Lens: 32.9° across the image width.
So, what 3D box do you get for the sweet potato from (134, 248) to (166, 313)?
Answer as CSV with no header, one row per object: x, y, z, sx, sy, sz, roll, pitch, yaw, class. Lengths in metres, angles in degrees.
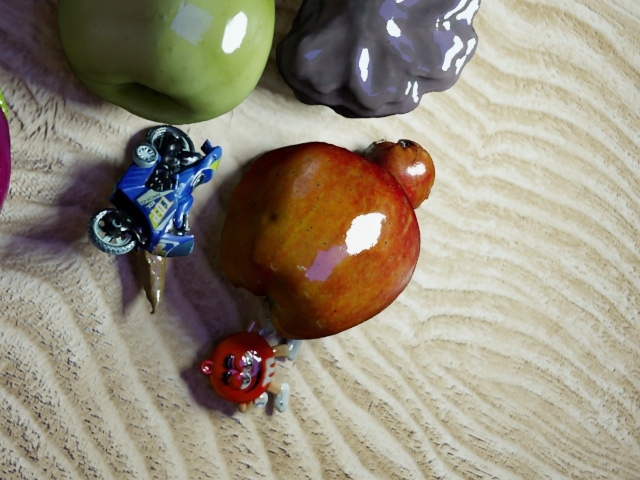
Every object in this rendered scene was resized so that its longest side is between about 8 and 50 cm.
-0.290,0.024,1.858,0.068,0.060,0.205,0,84,-45,sweet potato

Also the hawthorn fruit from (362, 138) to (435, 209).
0.150,-0.114,2.121,0.148,0.148,0.172,-4,106,-36,hawthorn fruit

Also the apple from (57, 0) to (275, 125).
-0.233,-0.360,1.710,0.357,0.357,0.357,-3,95,-36,apple

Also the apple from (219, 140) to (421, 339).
0.000,0.000,1.956,0.365,0.329,0.295,-50,152,-35,apple

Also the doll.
-0.123,0.227,1.982,0.217,0.085,0.183,18,84,-44,doll

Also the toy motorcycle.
-0.260,-0.072,1.802,0.169,0.113,0.315,32,48,-8,toy motorcycle

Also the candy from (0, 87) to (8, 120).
-0.545,-0.260,1.642,0.097,0.097,0.209,-24,101,-32,candy

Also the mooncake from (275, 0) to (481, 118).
0.101,-0.401,1.917,0.351,0.212,0.381,5,100,-3,mooncake

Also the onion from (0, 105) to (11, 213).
-0.617,-0.054,1.471,0.398,0.398,0.420,-11,126,-35,onion
